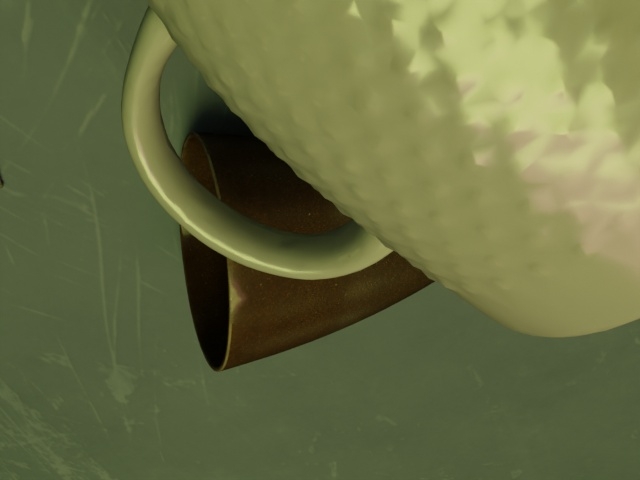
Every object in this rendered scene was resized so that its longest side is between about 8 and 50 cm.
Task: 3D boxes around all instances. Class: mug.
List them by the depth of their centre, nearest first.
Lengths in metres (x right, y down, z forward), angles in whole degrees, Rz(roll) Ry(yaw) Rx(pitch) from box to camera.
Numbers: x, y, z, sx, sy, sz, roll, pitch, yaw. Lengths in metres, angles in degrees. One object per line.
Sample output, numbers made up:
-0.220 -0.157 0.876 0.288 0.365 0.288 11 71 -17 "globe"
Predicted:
0.035 -0.118 0.443 0.328 0.276 0.374 35 123 -18 "mug"

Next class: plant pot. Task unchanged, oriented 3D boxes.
0.000 0.000 0.722 0.231 0.215 0.215 -6 135 -19 "plant pot"

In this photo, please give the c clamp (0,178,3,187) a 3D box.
-0.381 -0.103 0.692 0.161 0.022 0.137 4 133 -10 "c clamp"
